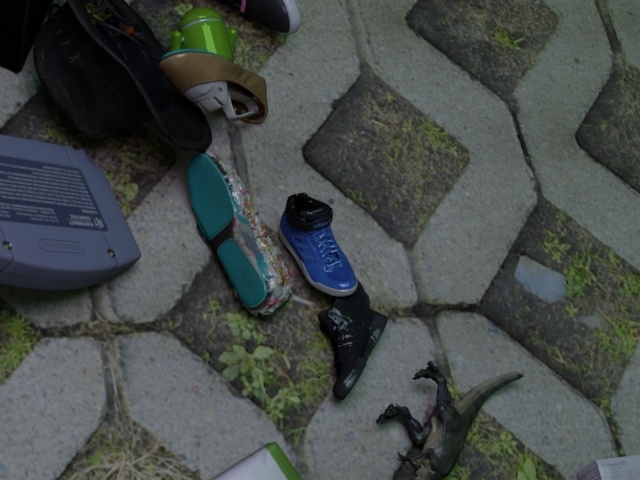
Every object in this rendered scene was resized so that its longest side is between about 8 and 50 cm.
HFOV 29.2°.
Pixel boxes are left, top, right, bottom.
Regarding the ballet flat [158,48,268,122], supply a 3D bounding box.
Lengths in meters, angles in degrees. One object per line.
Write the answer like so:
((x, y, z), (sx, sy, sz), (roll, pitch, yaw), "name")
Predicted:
((-0.132, -0.202, 1.652), (0.232, 0.080, 0.073), (5, 68, -62), "ballet flat")

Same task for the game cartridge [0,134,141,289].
((-0.349, -0.035, 1.471), (0.297, 0.062, 0.198), (7, 55, -58), "game cartridge")

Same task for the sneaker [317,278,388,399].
((0.028, 0.122, 1.596), (0.089, 0.051, 0.170), (31, 52, 1), "sneaker")

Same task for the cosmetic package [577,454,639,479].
((0.463, 0.329, 1.611), (0.239, 0.060, 0.099), (-2, 64, -19), "cosmetic package")

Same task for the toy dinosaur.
((0.150, 0.229, 1.570), (0.118, 0.064, 0.268), (42, 55, 0), "toy dinosaur")

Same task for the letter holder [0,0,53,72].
((-0.415, -0.410, 1.602), (0.152, 0.302, 0.214), (20, 57, -6), "letter holder")

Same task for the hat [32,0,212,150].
((-0.290, -0.224, 1.610), (0.134, 0.331, 0.331), (-34, 72, 8), "hat")

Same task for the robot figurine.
((-0.162, -0.278, 1.742), (0.101, 0.067, 0.115), (-10, 78, -28), "robot figurine")

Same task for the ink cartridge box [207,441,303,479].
((-0.110, 0.375, 1.379), (0.255, 0.097, 0.189), (-28, 73, -27), "ink cartridge box")

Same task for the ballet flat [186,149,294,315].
((-0.105, -0.008, 1.619), (0.077, 0.091, 0.241), (0, 61, -53), "ballet flat")

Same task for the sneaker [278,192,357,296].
((-0.001, 0.000, 1.611), (0.058, 0.085, 0.152), (-19, 52, -27), "sneaker")

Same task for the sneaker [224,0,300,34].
((-0.166, -0.378, 1.789), (0.147, 0.104, 0.296), (-35, 70, -29), "sneaker")
